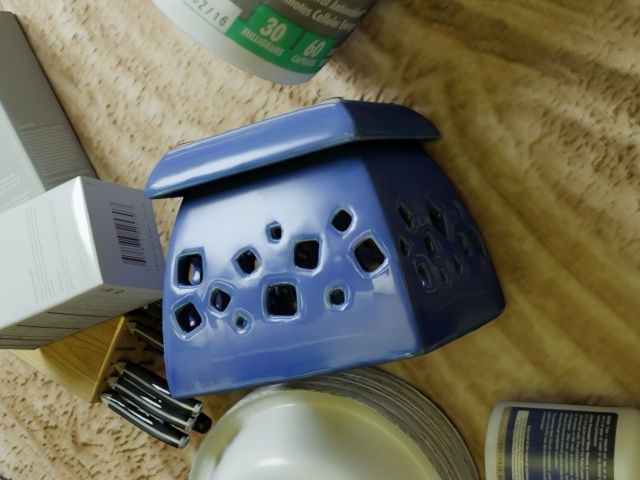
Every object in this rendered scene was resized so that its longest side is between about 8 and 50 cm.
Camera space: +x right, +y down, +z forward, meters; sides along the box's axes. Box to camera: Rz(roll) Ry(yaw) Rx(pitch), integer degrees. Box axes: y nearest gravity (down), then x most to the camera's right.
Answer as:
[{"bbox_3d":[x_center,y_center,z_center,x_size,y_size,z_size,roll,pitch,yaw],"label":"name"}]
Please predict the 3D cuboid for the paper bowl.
[{"bbox_3d":[0.003,0.270,1.071,0.284,0.148,0.284,5,104,21],"label":"paper bowl"}]

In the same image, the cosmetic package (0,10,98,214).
[{"bbox_3d":[-0.335,-0.105,1.155,0.127,0.107,0.238,-25,88,25],"label":"cosmetic package"}]

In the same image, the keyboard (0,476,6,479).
[{"bbox_3d":[-0.311,0.412,1.296,0.317,0.033,0.201,29,105,15],"label":"keyboard"}]

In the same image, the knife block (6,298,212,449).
[{"bbox_3d":[-0.223,0.117,1.127,0.276,0.088,0.242,-25,74,24],"label":"knife block"}]

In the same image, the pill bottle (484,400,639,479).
[{"bbox_3d":[0.236,0.191,0.983,0.169,0.094,0.094,0,101,23],"label":"pill bottle"}]

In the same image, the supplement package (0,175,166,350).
[{"bbox_3d":[-0.244,0.026,1.036,0.179,0.105,0.105,-22,74,25],"label":"supplement package"}]

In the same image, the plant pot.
[{"bbox_3d":[0.000,0.000,0.973,0.236,0.236,0.212,-15,88,25],"label":"plant pot"}]

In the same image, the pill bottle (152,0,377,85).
[{"bbox_3d":[0.019,-0.320,0.902,0.204,0.204,0.361,45,115,8],"label":"pill bottle"}]
